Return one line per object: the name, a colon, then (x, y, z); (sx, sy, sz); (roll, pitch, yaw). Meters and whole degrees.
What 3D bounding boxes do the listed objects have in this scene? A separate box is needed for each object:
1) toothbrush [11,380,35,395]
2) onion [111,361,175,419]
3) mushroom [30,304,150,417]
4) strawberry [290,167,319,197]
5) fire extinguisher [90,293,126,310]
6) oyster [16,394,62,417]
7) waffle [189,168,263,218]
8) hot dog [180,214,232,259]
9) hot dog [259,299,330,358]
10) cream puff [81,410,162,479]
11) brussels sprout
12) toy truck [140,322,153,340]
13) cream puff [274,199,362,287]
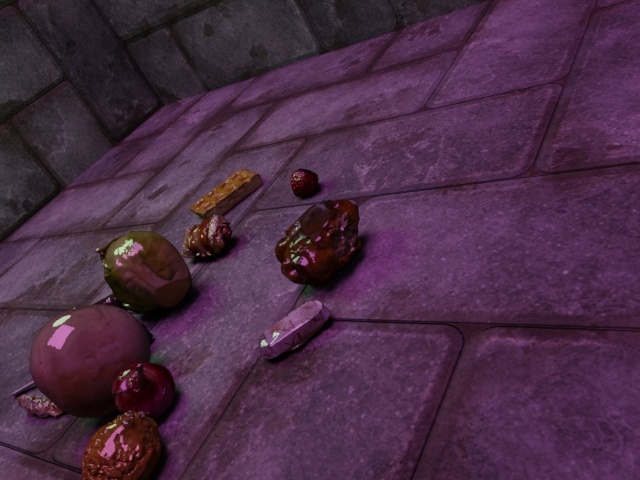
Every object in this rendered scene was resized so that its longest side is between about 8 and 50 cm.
toothbrush: (-0.811, 0.408, 1.793); (0.303, 0.030, 0.030); (-28, 29, 8)
onion: (-0.412, 0.336, 1.387); (0.150, 0.140, 0.150); (11, 41, -10)
mushroom: (-0.592, 0.323, 1.550); (0.292, 0.292, 0.290); (-48, -3, -29)
strawberry: (-0.055, -0.190, 1.971); (0.106, 0.106, 0.106); (-23, 30, 14)
fire extinguisher: (-0.766, 0.255, 1.938); (0.267, 0.072, 0.089); (-29, 35, 2)
oyster: (-0.767, 0.453, 1.644); (0.199, 0.061, 0.106); (-25, 30, 10)
waffle: (-0.358, -0.174, 2.252); (0.274, 0.057, 0.168); (-41, 30, -19)
hot dog: (-0.375, -0.001, 1.963); (0.213, 0.103, 0.146); (-18, 51, 38)
hot dog: (-0.064, 0.211, 1.389); (0.192, 0.053, 0.099); (-38, 28, -7)
cream puff: (-0.427, 0.451, 1.267); (0.189, 0.129, 0.189); (-21, 33, 15)
brussels sprout: (-0.533, 0.095, 1.789); (0.294, 0.259, 0.227); (27, 68, 29)
toy truck: (-0.578, 0.270, 1.729); (0.201, 0.088, 0.074); (-2, 38, 41)
cream puff: (0.000, 0.000, 1.553); (0.269, 0.155, 0.241); (-38, 29, -9)
